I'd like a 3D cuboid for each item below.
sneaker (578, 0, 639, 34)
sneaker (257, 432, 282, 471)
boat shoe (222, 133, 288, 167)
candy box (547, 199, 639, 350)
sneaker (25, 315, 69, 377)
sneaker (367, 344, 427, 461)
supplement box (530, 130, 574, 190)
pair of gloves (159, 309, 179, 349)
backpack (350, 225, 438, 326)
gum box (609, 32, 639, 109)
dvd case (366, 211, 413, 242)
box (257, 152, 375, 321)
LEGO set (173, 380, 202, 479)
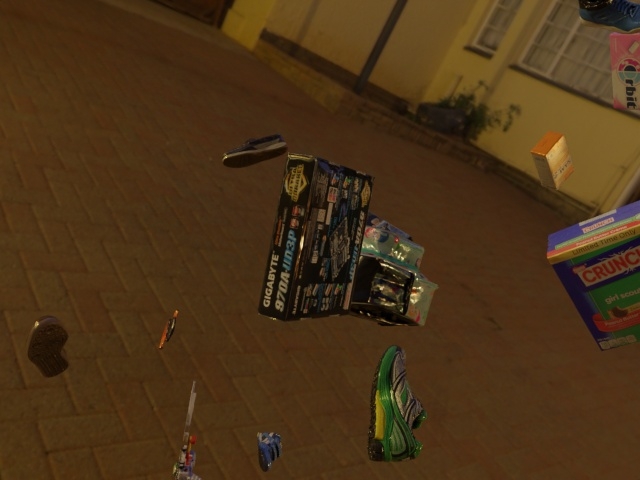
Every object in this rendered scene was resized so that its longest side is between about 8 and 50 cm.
[{"bbox_3d":[0.579,-0.458,1.170,0.152,0.058,0.084,30,-9,40],"label":"sneaker"},{"bbox_3d":[-0.118,0.492,1.407,0.059,0.053,0.144,-2,10,-6],"label":"sneaker"},{"bbox_3d":[-0.149,-0.201,1.329,0.152,0.056,0.049,-15,68,-22],"label":"boat shoe"},{"bbox_3d":[0.747,0.087,1.451,0.317,0.268,0.122,55,33,-15],"label":"candy box"},{"bbox_3d":[-0.463,0.165,0.992,0.066,0.188,0.071,-27,67,-34],"label":"sneaker"},{"bbox_3d":[0.209,0.438,1.613,0.146,0.134,0.343,8,47,0],"label":"sneaker"},{"bbox_3d":[0.453,-0.155,1.166,0.036,0.062,0.098,29,-18,49],"label":"supplement box"},{"bbox_3d":[-0.332,0.197,1.315,0.010,0.083,0.074,23,54,-20],"label":"pair of gloves"},{"bbox_3d":[0.103,0.075,1.184,0.254,0.191,0.225,29,-11,-37],"label":"backpack"},{"bbox_3d":[0.731,-0.387,1.364,0.062,0.188,0.107,-28,28,-20],"label":"gum box"},{"bbox_3d":[0.094,0.001,1.544,0.253,0.180,0.022,38,-21,52],"label":"dvd case"},{"bbox_3d":[0.000,0.000,0.843,0.051,0.220,0.175,12,4,31],"label":"box"},{"bbox_3d":[-0.275,0.447,1.271,0.060,0.182,0.244,10,51,-9],"label":"LEGO set"}]
